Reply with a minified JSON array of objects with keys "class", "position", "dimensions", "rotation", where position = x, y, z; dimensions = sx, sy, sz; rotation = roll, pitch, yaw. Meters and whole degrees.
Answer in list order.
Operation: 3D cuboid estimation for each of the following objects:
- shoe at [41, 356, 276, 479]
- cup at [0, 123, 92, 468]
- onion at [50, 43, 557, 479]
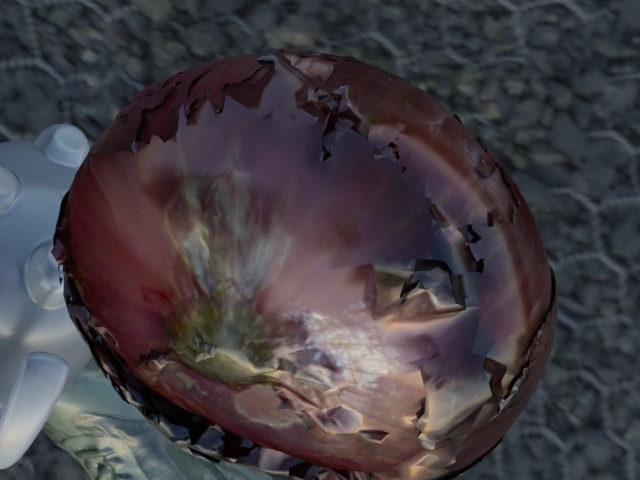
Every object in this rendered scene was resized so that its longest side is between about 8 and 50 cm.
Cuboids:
[{"class":"shoe","position":[-0.130,0.173,1.456],"dimensions":[0.275,0.103,0.098],"rotation":[42,43,-35]},{"class":"cup","position":[-0.179,0.024,1.118],"dimensions":[0.134,0.142,0.173],"rotation":[38,48,-5]},{"class":"onion","position":[0.000,0.000,0.692],"dimensions":[0.184,0.184,0.147],"rotation":[44,44,-21]}]
